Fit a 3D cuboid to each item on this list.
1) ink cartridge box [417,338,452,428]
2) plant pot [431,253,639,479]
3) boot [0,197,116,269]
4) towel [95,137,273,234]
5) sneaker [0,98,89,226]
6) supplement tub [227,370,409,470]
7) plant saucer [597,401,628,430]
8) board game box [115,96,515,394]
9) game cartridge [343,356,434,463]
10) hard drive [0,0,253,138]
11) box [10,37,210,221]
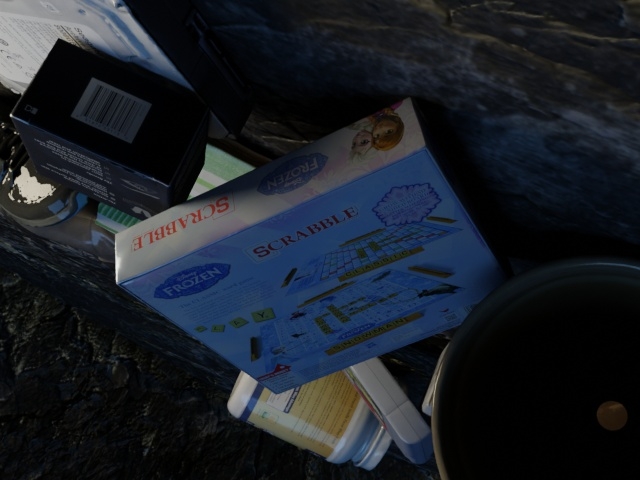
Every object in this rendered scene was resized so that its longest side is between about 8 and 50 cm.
[{"bbox_3d":[0.322,0.288,1.421,0.309,0.130,0.272,23,165,7],"label":"ink cartridge box"},{"bbox_3d":[0.308,0.195,0.942,0.323,0.323,0.280,17,177,23],"label":"plant pot"},{"bbox_3d":[-0.352,-0.026,1.491,0.222,0.118,0.338,7,167,38],"label":"boot"},{"bbox_3d":[-0.169,-0.050,1.141,0.248,0.038,0.325,28,148,-5],"label":"towel"},{"bbox_3d":[-0.443,-0.125,1.211,0.341,0.125,0.140,24,159,34],"label":"sneaker"},{"bbox_3d":[-0.004,0.308,1.762,0.316,0.228,0.228,26,163,-3],"label":"supplement tub"},{"bbox_3d":[0.396,0.280,1.108,0.278,0.278,0.041,12,133,35],"label":"plant saucer"},{"bbox_3d":[0.013,0.030,0.904,0.318,0.066,0.318,-23,143,15],"label":"board game box"},{"bbox_3d":[0.087,0.237,1.487,0.294,0.060,0.196,52,168,26],"label":"game cartridge"},{"bbox_3d":[-0.255,-0.208,0.871,0.339,0.064,0.237,14,160,28],"label":"hard drive"},{"bbox_3d":[-0.199,-0.096,0.856,0.156,0.093,0.158,25,162,-2],"label":"box"}]
